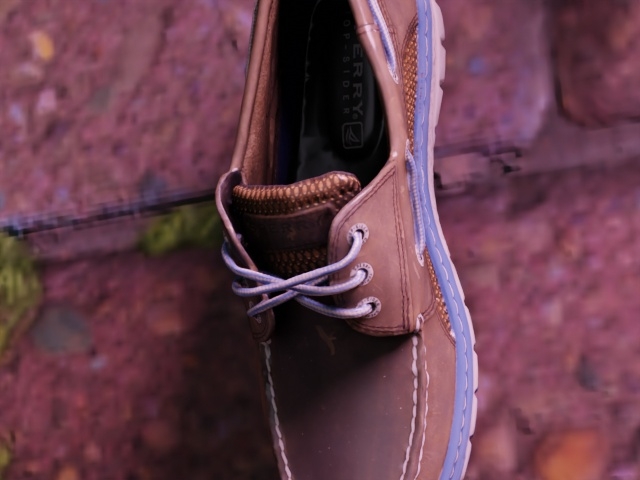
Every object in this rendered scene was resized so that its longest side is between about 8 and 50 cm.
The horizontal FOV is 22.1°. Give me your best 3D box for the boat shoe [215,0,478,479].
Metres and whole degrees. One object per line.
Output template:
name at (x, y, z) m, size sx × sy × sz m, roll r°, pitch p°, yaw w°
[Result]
boat shoe at (0.000, 0.000, 0.461) m, size 0.066 × 0.066 × 0.183 m, roll -9°, pitch 77°, yaw 24°
